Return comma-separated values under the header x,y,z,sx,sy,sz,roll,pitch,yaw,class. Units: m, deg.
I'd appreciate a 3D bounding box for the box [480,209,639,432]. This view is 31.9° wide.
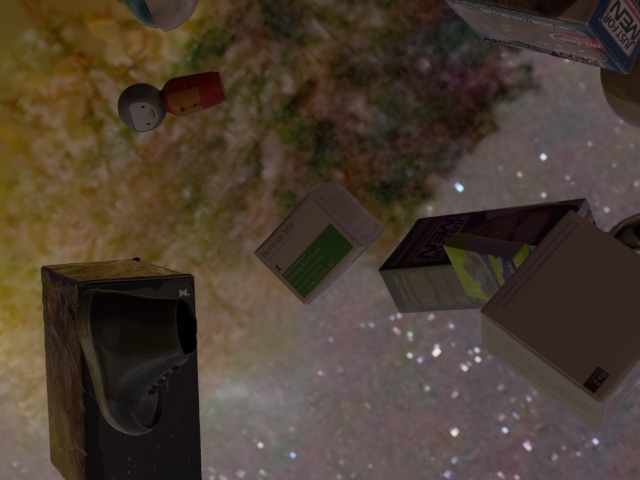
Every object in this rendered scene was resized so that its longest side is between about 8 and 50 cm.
x,y,z,sx,sy,sz,roll,pitch,yaw,class
0.315,0.096,1.338,0.181,0.182,0.119,-45,155,-15,box

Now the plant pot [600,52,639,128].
x,y,z,sx,sy,sz,roll,pitch,yaw,class
0.684,-0.316,2.038,0.284,0.284,0.191,-47,-150,1,plant pot

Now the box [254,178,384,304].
x,y,z,sx,sy,sz,roll,pitch,yaw,class
0.000,0.000,1.266,0.101,0.087,0.102,-47,175,21,box

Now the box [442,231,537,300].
x,y,z,sx,sy,sz,roll,pitch,yaw,class
0.277,0.048,1.716,0.042,0.109,0.178,-40,-153,-24,box

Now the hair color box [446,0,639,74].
x,y,z,sx,sy,sz,roll,pitch,yaw,class
0.273,-0.347,1.059,0.174,0.105,0.347,23,-94,40,hair color box

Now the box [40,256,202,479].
x,y,z,sx,sy,sz,roll,pitch,yaw,class
-0.321,0.212,1.768,0.312,0.179,0.343,-174,-99,-65,box

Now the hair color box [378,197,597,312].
x,y,z,sx,sy,sz,roll,pitch,yaw,class
0.317,0.032,2.101,0.374,0.114,0.185,-6,-149,39,hair color box

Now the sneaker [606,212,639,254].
x,y,z,sx,sy,sz,roll,pitch,yaw,class
0.396,0.022,1.504,0.228,0.092,0.087,-32,-124,9,sneaker

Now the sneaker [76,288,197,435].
x,y,z,sx,sy,sz,roll,pitch,yaw,class
-0.187,0.147,1.255,0.118,0.222,0.083,2,-134,13,sneaker

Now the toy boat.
x,y,z,sx,sy,sz,roll,pitch,yaw,class
-0.236,-0.314,1.531,0.148,0.318,0.267,-15,179,2,toy boat
